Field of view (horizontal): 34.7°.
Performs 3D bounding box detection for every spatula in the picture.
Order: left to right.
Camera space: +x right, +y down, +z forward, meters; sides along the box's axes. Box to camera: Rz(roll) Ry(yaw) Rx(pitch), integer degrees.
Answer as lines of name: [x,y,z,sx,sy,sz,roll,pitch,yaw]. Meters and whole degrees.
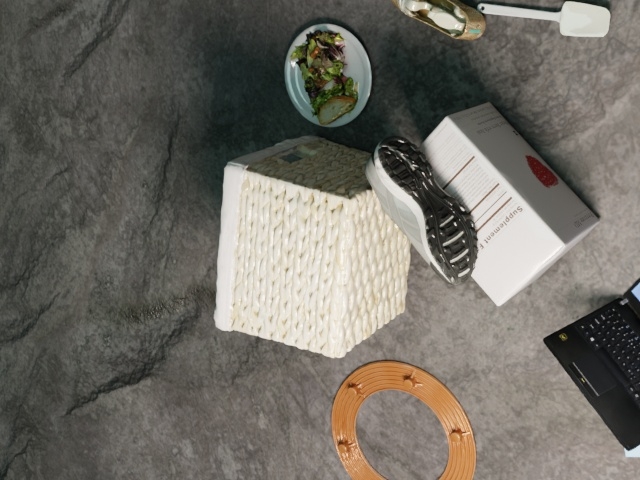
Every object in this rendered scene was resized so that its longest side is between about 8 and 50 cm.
spatula: [0.376,-0.436,1.719,0.242,0.019,0.168,14,112,30]

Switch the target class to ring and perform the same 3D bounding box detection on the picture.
ring: [0.161,0.410,2.098,0.336,0.032,0.337,10,109,30]

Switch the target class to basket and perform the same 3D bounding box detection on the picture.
basket: [0.000,0.000,1.911,0.266,0.328,0.331,13,110,26]

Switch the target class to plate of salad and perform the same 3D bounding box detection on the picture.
plate of salad: [0.008,-0.317,1.979,0.199,0.048,0.200,10,109,32]

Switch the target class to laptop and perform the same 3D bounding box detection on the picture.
laptop: [0.545,0.165,1.668,0.234,0.264,0.137,57,164,30]

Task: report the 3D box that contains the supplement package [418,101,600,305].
supplement package: [0.301,-0.068,1.776,0.293,0.177,0.175,50,125,12]

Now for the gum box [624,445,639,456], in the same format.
gum box: [0.592,0.282,1.769,0.157,0.041,0.184,-7,98,35]

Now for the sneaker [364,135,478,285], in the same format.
sneaker: [0.169,-0.045,1.718,0.271,0.100,0.108,58,153,2]

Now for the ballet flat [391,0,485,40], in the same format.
ballet flat: [0.195,-0.414,1.814,0.206,0.067,0.073,28,119,25]
